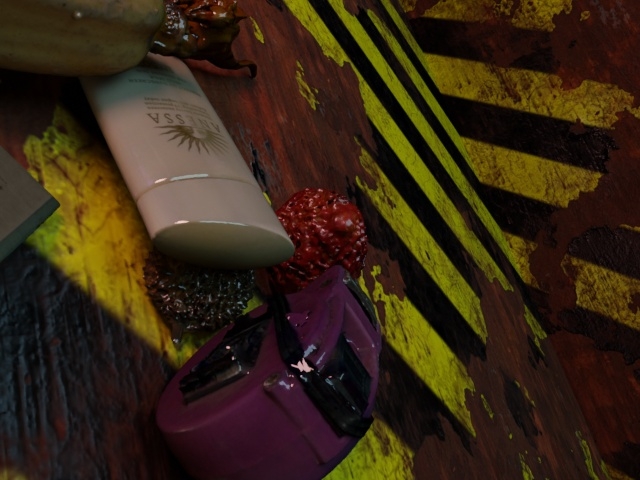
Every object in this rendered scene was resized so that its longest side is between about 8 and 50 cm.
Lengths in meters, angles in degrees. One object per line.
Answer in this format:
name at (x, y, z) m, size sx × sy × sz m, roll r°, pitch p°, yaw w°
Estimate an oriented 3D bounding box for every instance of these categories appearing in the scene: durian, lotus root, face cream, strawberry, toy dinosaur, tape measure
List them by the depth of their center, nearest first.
lotus root at (-0.284, -0.256, 0.507) m, size 0.343 × 0.169 × 0.151 m, roll -6°, pitch 62°, yaw -42°
tape measure at (-0.053, 0.147, 0.538) m, size 0.149 × 0.232 × 0.245 m, roll 58°, pitch 13°, yaw -16°
face cream at (-0.174, -0.109, 0.612) m, size 0.174 × 0.081 × 0.348 m, roll -2°, pitch 51°, yaw -46°
durian at (-0.138, 0.052, 0.618) m, size 0.148 × 0.091 × 0.188 m, roll 47°, pitch 35°, yaw -23°
strawberry at (0.000, 0.000, 0.776) m, size 0.184 × 0.201 × 0.186 m, roll 39°, pitch 53°, yaw -4°
toy dinosaur at (-0.204, -0.329, 0.786) m, size 0.432 × 0.208 × 0.097 m, roll -117°, pitch -146°, yaw -75°

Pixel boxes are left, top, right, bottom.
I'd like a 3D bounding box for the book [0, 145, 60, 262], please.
book at (-0.317, -0.063, 0.370) m, size 0.215 × 0.025 × 0.282 m, roll 50°, pitch 2°, yaw -21°
